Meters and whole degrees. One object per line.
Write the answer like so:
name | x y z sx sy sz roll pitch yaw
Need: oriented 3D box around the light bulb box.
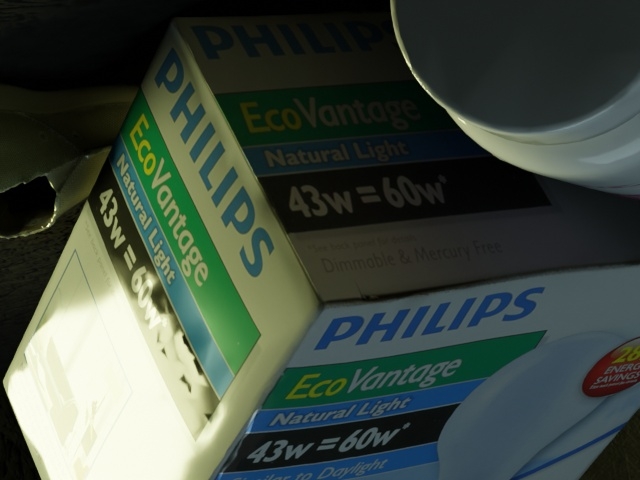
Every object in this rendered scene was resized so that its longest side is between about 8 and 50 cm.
light bulb box | 0.030 0.051 1.274 0.358 0.225 0.361 -6 143 -34

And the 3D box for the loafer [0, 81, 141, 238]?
loafer | -0.185 -0.049 1.249 0.102 0.092 0.268 -16 172 39

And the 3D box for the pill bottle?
pill bottle | 0.144 -0.107 0.978 0.160 0.160 0.283 -13 172 21
